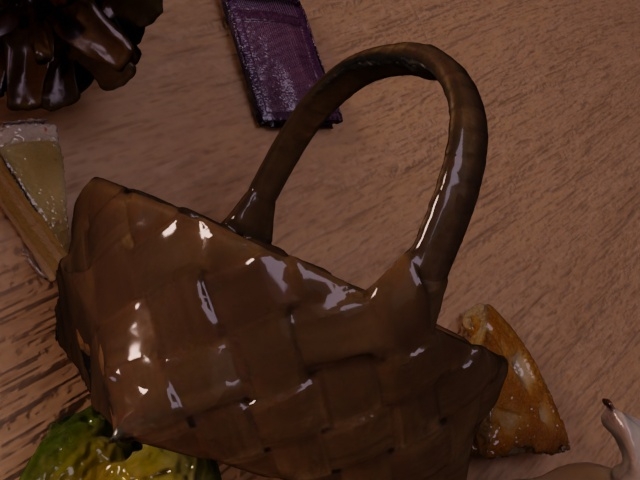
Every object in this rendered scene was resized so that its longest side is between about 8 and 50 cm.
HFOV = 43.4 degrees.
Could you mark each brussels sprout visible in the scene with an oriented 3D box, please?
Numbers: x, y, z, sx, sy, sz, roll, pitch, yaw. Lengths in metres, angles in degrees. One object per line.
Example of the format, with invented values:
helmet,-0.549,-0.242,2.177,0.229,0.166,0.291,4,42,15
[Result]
brussels sprout,-0.138,0.197,0.540,0.139,0.100,0.181,9,62,-25

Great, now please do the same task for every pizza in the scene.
pizza,0.195,0.176,0.860,0.182,0.062,0.161,53,38,-10

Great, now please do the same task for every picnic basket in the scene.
picnic basket,0.000,0.000,0.592,0.337,0.293,0.337,-6,102,-26

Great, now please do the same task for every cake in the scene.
cake,-0.218,-0.032,0.627,0.065,0.052,0.121,-27,86,-49

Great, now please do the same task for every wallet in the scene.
wallet,-0.043,-0.200,0.882,0.111,0.030,0.166,-6,71,-43

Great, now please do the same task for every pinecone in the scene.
pinecone,-0.228,-0.212,0.617,0.229,0.202,0.201,37,18,-20

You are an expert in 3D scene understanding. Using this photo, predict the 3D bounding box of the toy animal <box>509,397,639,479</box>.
toy animal,0.216,0.299,0.689,0.183,0.247,0.310,41,58,7
